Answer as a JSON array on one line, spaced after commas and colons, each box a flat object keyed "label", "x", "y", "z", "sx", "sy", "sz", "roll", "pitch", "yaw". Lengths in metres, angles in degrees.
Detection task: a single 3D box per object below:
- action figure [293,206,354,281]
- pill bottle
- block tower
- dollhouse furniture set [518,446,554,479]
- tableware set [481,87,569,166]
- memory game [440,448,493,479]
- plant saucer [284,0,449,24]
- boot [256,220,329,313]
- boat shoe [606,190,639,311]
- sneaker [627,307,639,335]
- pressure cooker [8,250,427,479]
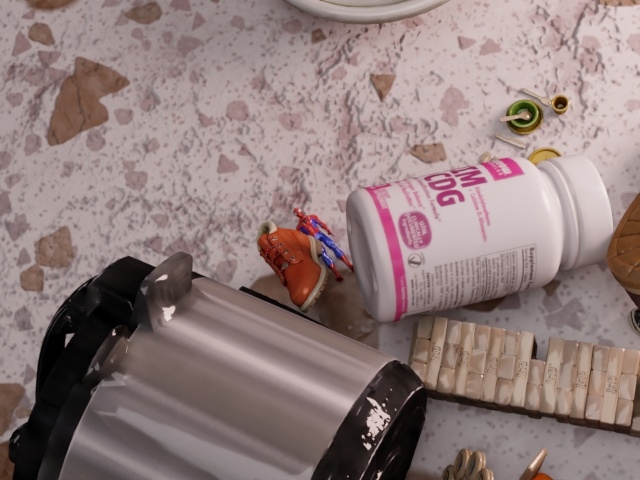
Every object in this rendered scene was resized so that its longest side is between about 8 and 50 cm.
[{"label": "action figure", "x": 0.000, "y": 0.000, "z": 1.438, "sx": 0.038, "sy": 0.030, "sz": 0.115, "roll": -41, "pitch": 67, "yaw": 4}, {"label": "pill bottle", "x": 0.184, "y": -0.009, "z": 1.302, "sx": 0.283, "sy": 0.160, "sz": 0.160, "roll": -12, "pitch": 71, "yaw": -8}, {"label": "block tower", "x": 0.263, "y": 0.161, "z": 1.296, "sx": 0.336, "sy": 0.097, "sz": 0.090, "roll": 8, "pitch": 76, "yaw": 16}, {"label": "dollhouse furniture set", "x": 0.279, "y": 0.366, "z": 1.149, "sx": 0.262, "sy": 0.135, "sz": 0.259, "roll": 36, "pitch": 47, "yaw": 18}, {"label": "tableware set", "x": 0.267, "y": -0.120, "z": 1.412, "sx": 0.104, "sy": 0.024, "sz": 0.154, "roll": 27, "pitch": 81, "yaw": 18}, {"label": "memory game", "x": 0.148, "y": 0.323, "z": 1.238, "sx": 0.012, "sy": 0.186, "sz": 0.186, "roll": 19, "pitch": 78, "yaw": -11}, {"label": "plant saucer", "x": 0.083, "y": -0.462, "z": 1.511, "sx": 0.401, "sy": 0.100, "sz": 0.400, "roll": -3, "pitch": 74, "yaw": 11}, {"label": "boot", "x": -0.040, "y": 0.030, "z": 1.342, "sx": 0.085, "sy": 0.158, "sz": 0.059, "roll": 29, "pitch": 108, "yaw": -21}, {"label": "boat shoe", "x": 0.454, "y": -0.047, "z": 1.308, "sx": 0.123, "sy": 0.123, "sz": 0.342, "roll": 7, "pitch": 53, "yaw": 44}, {"label": "sneaker", "x": 0.395, "y": 0.113, "z": 1.309, "sx": 0.032, "sy": 0.037, "sz": 0.083, "roll": -43, "pitch": 71, "yaw": -3}, {"label": "pressure cooker", "x": -0.132, "y": 0.226, "z": 1.217, "sx": 0.421, "sy": 0.375, "sz": 0.369, "roll": 21, "pitch": 80, "yaw": 16}]
